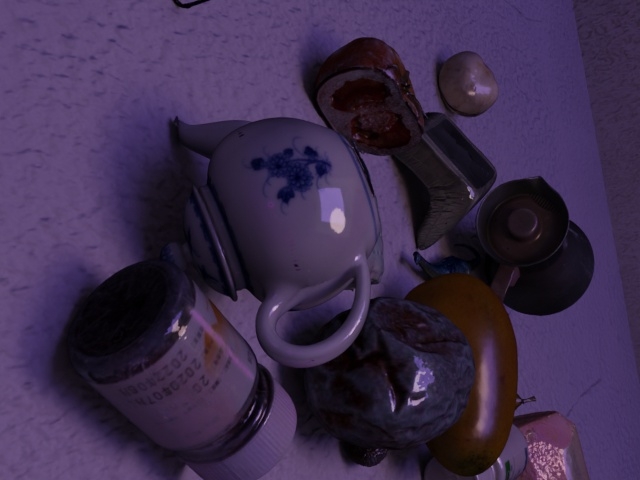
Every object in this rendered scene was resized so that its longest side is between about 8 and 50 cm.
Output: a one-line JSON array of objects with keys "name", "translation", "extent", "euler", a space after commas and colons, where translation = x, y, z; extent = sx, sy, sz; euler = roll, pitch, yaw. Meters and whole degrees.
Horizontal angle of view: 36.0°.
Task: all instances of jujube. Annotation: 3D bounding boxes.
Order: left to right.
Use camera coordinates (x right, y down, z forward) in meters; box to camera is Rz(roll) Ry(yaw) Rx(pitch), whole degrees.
[{"name": "jujube", "translation": [0.104, 0.215, 1.553], "extent": [0.308, 0.215, 0.246], "euler": [8, 36, -47]}]

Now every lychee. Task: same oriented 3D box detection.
[{"name": "lychee", "translation": [0.076, 0.339, 1.620], "extent": [0.067, 0.068, 0.083], "euler": [47, -9, 32]}]

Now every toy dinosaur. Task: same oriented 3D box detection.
[{"name": "toy dinosaur", "translation": [0.279, 0.082, 2.071], "extent": [0.363, 0.076, 0.147], "euler": [-8, 86, -61]}]

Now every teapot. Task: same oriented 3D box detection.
[{"name": "teapot", "translation": [-0.075, -0.021, 1.272], "extent": [0.252, 0.280, 0.424], "euler": [82, -16, -58]}, {"name": "teapot", "translation": [0.463, 0.035, 2.210], "extent": [0.300, 0.253, 0.344], "euler": [-64, 153, -10]}]

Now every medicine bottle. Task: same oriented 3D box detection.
[{"name": "medicine bottle", "translation": [-0.157, 0.163, 1.167], "extent": [0.273, 0.165, 0.165], "euler": [52, 38, -38]}, {"name": "medicine bottle", "translation": [0.304, 0.438, 1.918], "extent": [0.237, 0.139, 0.139], "euler": [-13, 91, -58]}]

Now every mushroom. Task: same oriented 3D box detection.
[{"name": "mushroom", "translation": [0.346, -0.368, 2.324], "extent": [0.154, 0.122, 0.154], "euler": [5, 75, -21]}]

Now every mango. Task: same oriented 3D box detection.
[{"name": "mango", "translation": [0.251, 0.243, 1.787], "extent": [0.264, 0.221, 0.378], "euler": [68, 16, -57]}]

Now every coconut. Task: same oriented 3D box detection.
[{"name": "coconut", "translation": [0.454, 0.502, 2.098], "extent": [0.233, 0.233, 0.245], "euler": [-4, 79, -61]}]

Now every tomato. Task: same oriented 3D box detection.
[{"name": "tomato", "translation": [0.095, -0.276, 1.774], "extent": [0.214, 0.180, 0.155], "euler": [56, 31, -42]}]

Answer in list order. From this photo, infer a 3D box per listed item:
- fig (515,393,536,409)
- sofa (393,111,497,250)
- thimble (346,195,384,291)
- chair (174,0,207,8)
[{"name": "fig", "translation": [0.403, 0.350, 2.144], "extent": [0.089, 0.125, 0.089], "euler": [-9, 90, -66]}, {"name": "sofa", "translation": [0.231, -0.134, 2.063], "extent": [0.225, 0.176, 0.210], "euler": [46, 32, 1]}, {"name": "thimble", "translation": [0.000, 0.000, 1.505], "extent": [0.211, 0.185, 0.149], "euler": [114, -28, -79]}, {"name": "chair", "translation": [-0.182, -0.465, 1.373], "extent": [0.221, 0.145, 0.140], "euler": [53, 37, -36]}]
